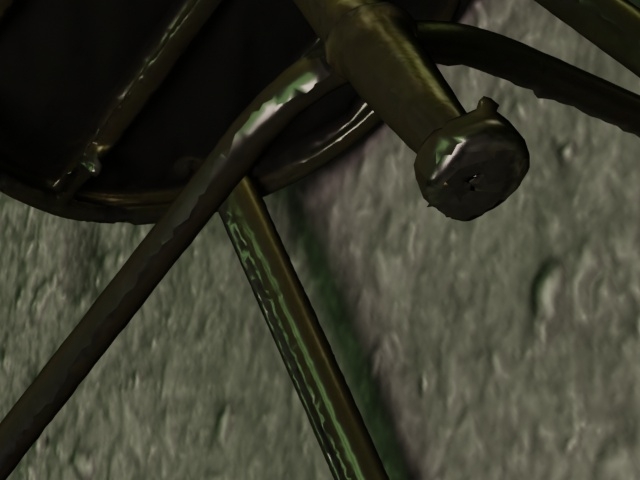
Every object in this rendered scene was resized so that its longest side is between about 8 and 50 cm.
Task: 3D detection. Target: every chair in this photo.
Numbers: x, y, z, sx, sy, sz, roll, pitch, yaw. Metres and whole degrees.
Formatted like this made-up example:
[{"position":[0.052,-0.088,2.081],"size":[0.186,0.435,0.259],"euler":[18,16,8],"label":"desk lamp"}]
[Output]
[{"position":[0.000,0.000,0.695],"size":[0.365,0.362,0.410],"euler":[-51,44,26],"label":"chair"}]
